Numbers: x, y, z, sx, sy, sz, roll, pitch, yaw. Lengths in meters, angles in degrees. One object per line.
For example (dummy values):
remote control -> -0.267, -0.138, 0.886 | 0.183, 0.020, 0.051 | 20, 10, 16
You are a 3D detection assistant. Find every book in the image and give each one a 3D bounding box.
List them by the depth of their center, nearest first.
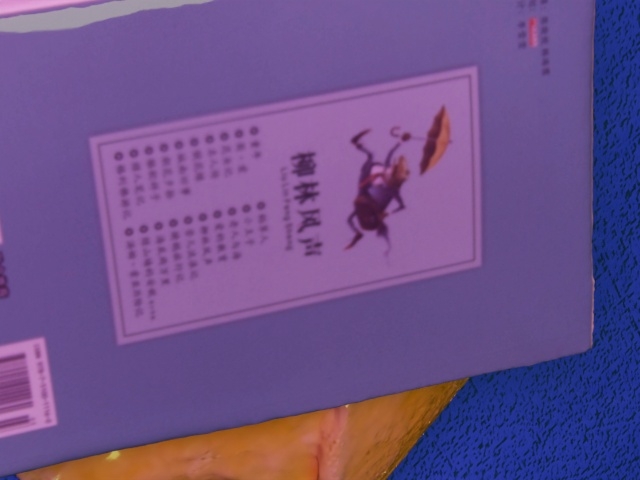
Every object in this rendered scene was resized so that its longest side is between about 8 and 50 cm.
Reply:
book -> -0.031, -0.018, 0.887 | 0.379, 0.031, 0.264 | -10, 119, -15

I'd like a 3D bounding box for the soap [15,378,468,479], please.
soap -> 0.001, 0.001, 1.006 | 0.306, 0.115, 0.427 | 40, 81, -33
